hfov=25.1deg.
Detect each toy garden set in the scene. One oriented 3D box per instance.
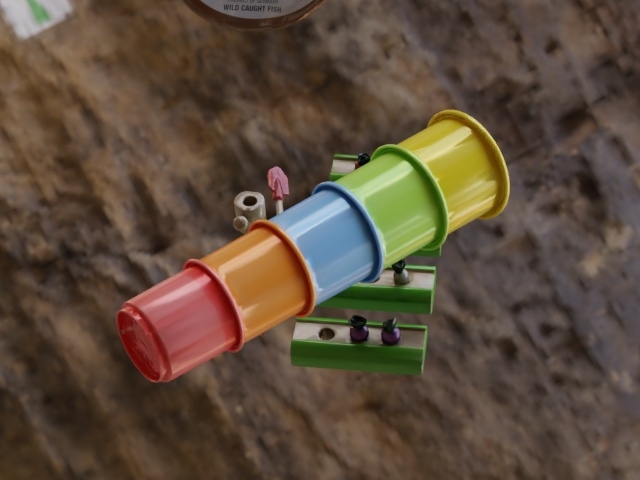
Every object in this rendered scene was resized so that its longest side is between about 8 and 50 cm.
[{"bbox_3d":[0.000,0.000,1.230,0.244,0.203,0.049,-78,168,-44],"label":"toy garden set"}]

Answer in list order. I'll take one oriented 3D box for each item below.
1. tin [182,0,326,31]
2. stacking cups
[{"bbox_3d":[-0.030,-0.199,0.751,0.040,0.106,0.190,-110,-157,-55],"label":"tin"},{"bbox_3d":[-0.004,0.001,1.061,0.096,0.316,0.096,38,-38,37],"label":"stacking cups"}]
